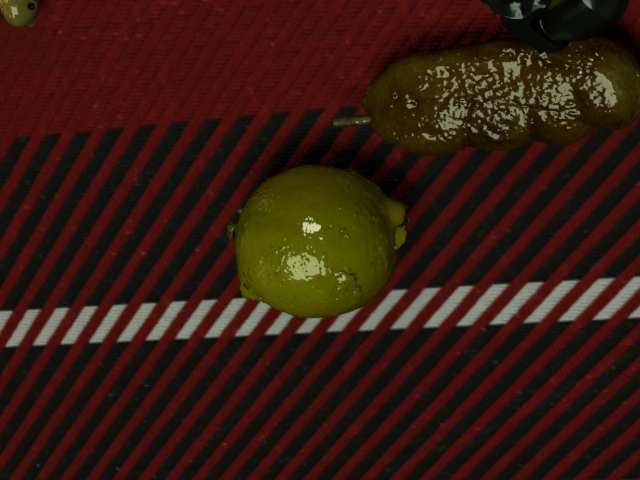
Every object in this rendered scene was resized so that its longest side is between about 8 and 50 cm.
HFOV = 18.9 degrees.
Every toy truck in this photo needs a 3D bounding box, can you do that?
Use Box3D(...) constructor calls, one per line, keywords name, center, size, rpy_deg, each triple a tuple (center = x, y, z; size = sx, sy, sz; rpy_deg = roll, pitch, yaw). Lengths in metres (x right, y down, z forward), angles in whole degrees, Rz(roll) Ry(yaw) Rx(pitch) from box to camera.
Box3D(name="toy truck", center=(0.259, -0.272, 1.811), size=(0.224, 0.147, 0.165), rpy_deg=(-23, 130, 31))

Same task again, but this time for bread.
Box3D(name="bread", center=(0.171, -0.151, 1.993), size=(0.344, 0.084, 0.124), rpy_deg=(-6, 107, 25))

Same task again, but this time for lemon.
Box3D(name="lemon", center=(0.000, 0.000, 2.131), size=(0.206, 0.173, 0.173), rpy_deg=(-14, 126, 14))

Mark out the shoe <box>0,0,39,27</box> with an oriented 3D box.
Box3D(name="shoe", center=(-0.361, -0.261, 2.088), size=(0.109, 0.072, 0.069), rpy_deg=(-11, 109, -15))
